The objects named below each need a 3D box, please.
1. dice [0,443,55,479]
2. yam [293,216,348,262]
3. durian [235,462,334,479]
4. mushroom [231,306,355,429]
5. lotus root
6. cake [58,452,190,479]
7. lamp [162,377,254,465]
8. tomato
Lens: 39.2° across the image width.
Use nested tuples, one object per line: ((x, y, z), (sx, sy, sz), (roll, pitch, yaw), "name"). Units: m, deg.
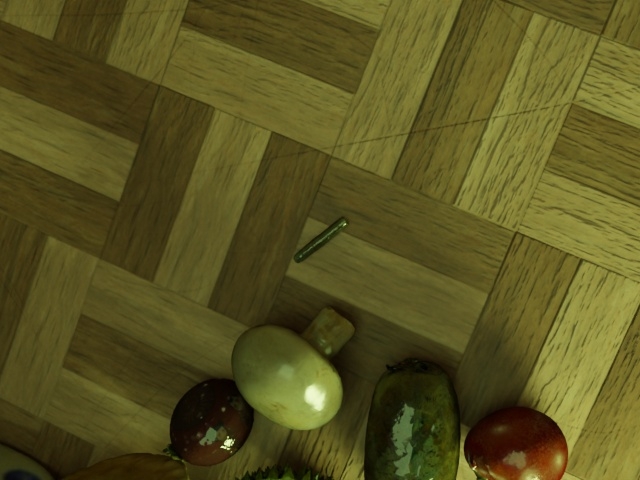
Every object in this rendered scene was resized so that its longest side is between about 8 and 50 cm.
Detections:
((-0.653, 0.537, 1.591), (0.304, 0.304, 0.277), (22, 100, 10), "dice")
((0.000, 0.000, 1.530), (0.116, 0.021, 0.021), (-39, 86, 15), "yam")
((0.002, 0.503, 1.461), (0.198, 0.163, 0.394), (-39, 74, -21), "durian")
((-0.050, 0.201, 1.485), (0.206, 0.206, 0.209), (9, 75, 13), "mushroom")
((0.150, 0.335, 1.459), (0.160, 0.152, 0.275), (3, 100, -4), "lotus root")
((-0.318, 0.558, 1.476), (0.332, 0.332, 0.321), (-13, 108, 14), "cake")
((-0.180, 0.318, 1.550), (0.157, 0.156, 0.135), (-8, 137, 45), "lamp")
((0.312, 0.337, 1.426), (0.167, 0.167, 0.167), (1, 96, 13), "tomato")
